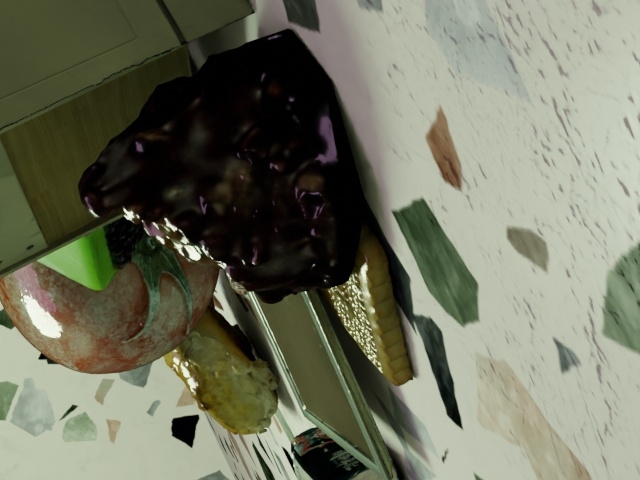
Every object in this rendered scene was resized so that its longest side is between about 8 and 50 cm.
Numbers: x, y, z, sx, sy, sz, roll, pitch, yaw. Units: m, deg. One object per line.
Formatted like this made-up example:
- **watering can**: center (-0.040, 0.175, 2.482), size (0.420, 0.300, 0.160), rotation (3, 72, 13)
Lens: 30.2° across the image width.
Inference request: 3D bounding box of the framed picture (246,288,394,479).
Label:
- **framed picture**: center (-0.025, 0.083, 1.181), size (0.293, 0.018, 0.231), rotation (66, 164, -18)

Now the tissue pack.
- **tissue pack**: center (0.034, 0.268, 1.291), size (0.103, 0.090, 0.170), rotation (67, 165, -14)

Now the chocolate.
- **chocolate**: center (-0.097, -0.033, 0.921), size (0.224, 0.177, 0.206), rotation (0, 107, 67)

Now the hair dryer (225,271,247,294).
- **hair dryer**: center (-0.065, 0.017, 1.285), size (0.220, 0.053, 0.195), rotation (48, 160, 49)

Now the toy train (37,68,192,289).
- **toy train**: center (-0.271, -0.119, 1.306), size (0.249, 0.307, 0.173), rotation (25, 154, 11)

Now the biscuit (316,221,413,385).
- **biscuit**: center (0.000, 0.000, 1.043), size (0.254, 0.029, 0.172), rotation (52, 163, 46)

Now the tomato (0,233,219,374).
- **tomato**: center (-0.293, 0.022, 1.625), size (0.282, 0.316, 0.317), rotation (-18, 100, 45)

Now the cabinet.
- **cabinet**: center (-0.245, -0.158, 1.070), size (0.227, 0.318, 0.290), rotation (58, 167, 18)

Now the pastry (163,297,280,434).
- **pastry**: center (-0.157, 0.179, 1.811), size (0.257, 0.121, 0.236), rotation (50, 178, -22)
